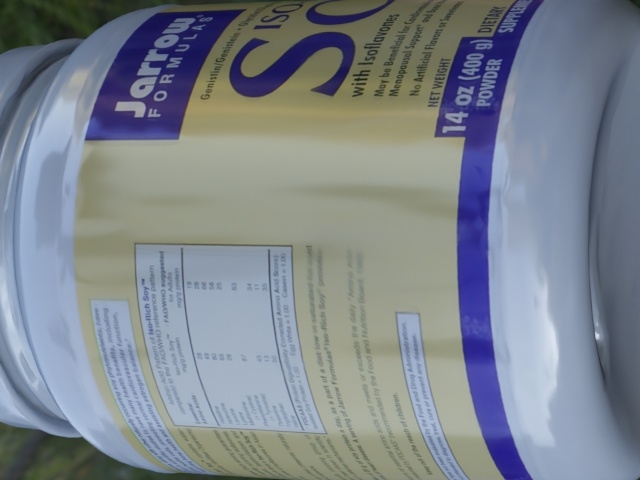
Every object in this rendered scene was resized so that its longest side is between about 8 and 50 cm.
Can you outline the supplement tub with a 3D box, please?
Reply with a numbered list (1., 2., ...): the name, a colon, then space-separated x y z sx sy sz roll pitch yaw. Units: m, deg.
1. supplement tub: 0.000 0.000 0.980 0.331 0.241 0.241 1 141 24
